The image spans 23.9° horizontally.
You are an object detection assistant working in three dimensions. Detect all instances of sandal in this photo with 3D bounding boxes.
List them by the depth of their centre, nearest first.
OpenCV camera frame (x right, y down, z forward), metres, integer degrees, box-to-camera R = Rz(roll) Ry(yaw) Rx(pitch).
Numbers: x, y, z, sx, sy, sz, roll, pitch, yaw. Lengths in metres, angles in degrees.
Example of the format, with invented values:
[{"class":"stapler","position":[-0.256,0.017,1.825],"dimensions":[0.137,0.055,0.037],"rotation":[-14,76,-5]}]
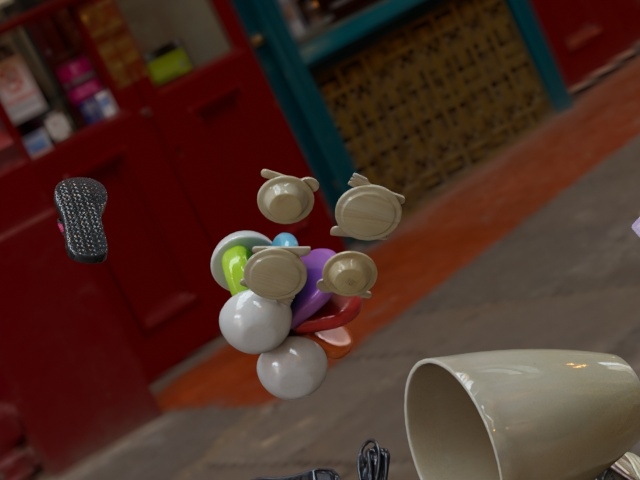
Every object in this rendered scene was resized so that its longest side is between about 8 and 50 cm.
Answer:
[{"class":"sandal","position":[-0.297,-0.020,1.875],"dimensions":[0.067,0.040,0.179],"rotation":[3,37,-14]}]

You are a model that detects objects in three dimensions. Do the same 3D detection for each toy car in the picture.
[{"class":"toy car","position":[-0.028,0.065,1.601],"dimensions":[0.136,0.182,0.159],"rotation":[-29,33,11]}]

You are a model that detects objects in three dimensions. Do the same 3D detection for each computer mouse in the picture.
[{"class":"computer mouse","position":[-0.016,0.352,1.766],"dimensions":[0.262,0.060,0.184],"rotation":[-23,48,30]}]

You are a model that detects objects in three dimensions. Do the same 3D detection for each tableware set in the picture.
[{"class":"tableware set","position":[0.000,0.000,1.483],"dimensions":[0.141,0.168,0.020],"rotation":[9,35,-7]}]

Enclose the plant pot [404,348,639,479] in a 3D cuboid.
[{"class":"plant pot","position":[0.292,0.248,2.038],"dimensions":[0.274,0.256,0.256],"rotation":[-14,5,-23]}]

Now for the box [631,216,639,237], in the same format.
[{"class":"box","position":[0.360,0.061,1.214],"dimensions":[0.063,0.067,0.324],"rotation":[-49,32,14]}]

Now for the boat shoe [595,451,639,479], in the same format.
[{"class":"boat shoe","position":[0.443,0.410,2.142],"dimensions":[0.123,0.123,0.342],"rotation":[-49,31,21]}]
